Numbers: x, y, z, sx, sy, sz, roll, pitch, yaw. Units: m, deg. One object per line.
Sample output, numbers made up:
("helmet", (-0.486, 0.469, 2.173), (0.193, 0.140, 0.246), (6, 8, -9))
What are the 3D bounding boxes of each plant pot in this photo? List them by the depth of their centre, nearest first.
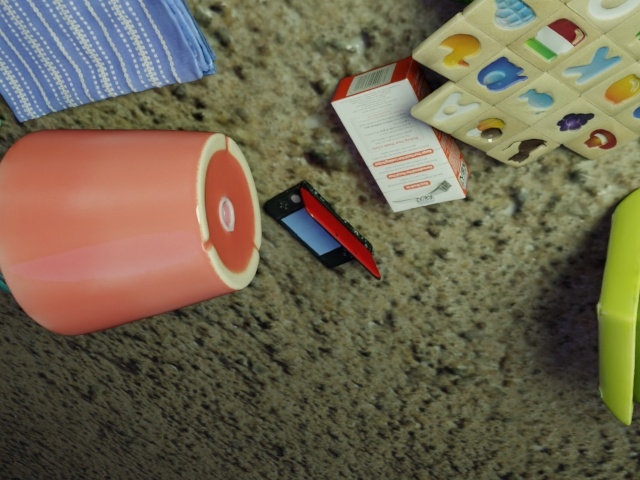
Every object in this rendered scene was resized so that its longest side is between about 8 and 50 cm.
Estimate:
("plant pot", (0.412, 0.079, 0.727), (0.207, 0.228, 0.227), (5, 138, 26))
("plant pot", (-0.220, -0.022, 0.861), (0.243, 0.275, 0.275), (-6, 133, 16))

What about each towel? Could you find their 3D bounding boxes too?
("towel", (-0.304, -0.260, 0.787), (0.336, 0.040, 0.243), (-6, 132, 28))

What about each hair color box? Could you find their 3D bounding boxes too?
("hair color box", (0.094, -0.114, 0.770), (0.093, 0.053, 0.167), (-11, 129, 30))

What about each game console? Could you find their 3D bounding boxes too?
("game console", (0.000, 0.000, 0.908), (0.124, 0.085, 0.144), (-25, 121, 40))

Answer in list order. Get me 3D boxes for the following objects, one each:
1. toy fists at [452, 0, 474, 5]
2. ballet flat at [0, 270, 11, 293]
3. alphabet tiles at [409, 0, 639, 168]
("toy fists", (0.188, -0.287, 0.515), (0.142, 0.096, 0.279), (21, 142, 11))
("ballet flat", (-0.584, 0.008, 1.167), (0.087, 0.083, 0.247), (-3, 134, 45))
("alphabet tiles", (0.257, -0.168, 0.588), (0.285, 0.011, 0.343), (17, 147, -36))
